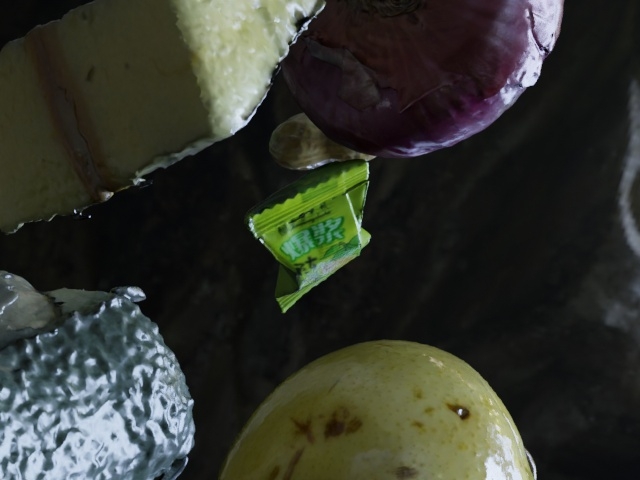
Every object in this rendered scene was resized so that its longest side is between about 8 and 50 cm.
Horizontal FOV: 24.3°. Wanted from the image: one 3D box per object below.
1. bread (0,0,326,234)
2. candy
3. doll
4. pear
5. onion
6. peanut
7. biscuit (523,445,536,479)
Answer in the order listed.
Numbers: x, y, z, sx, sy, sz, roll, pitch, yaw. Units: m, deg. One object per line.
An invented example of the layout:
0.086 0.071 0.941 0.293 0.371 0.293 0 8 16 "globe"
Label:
-0.142 -0.108 1.046 0.266 0.142 0.178 -23 -136 40 "bread"
0.000 0.000 1.692 0.069 0.149 0.246 58 -8 20 "candy"
-0.263 0.146 1.082 0.247 0.350 0.247 33 -46 43 "doll"
0.060 0.249 1.402 0.309 0.309 0.309 -35 -132 51 "pear"
0.128 -0.248 1.654 0.348 0.285 0.347 -15 -115 35 "onion"
0.021 -0.150 2.134 0.089 0.193 0.089 175 -90 -87 "peanut"
0.098 0.367 1.823 0.074 0.359 0.381 163 -78 -80 "biscuit"
